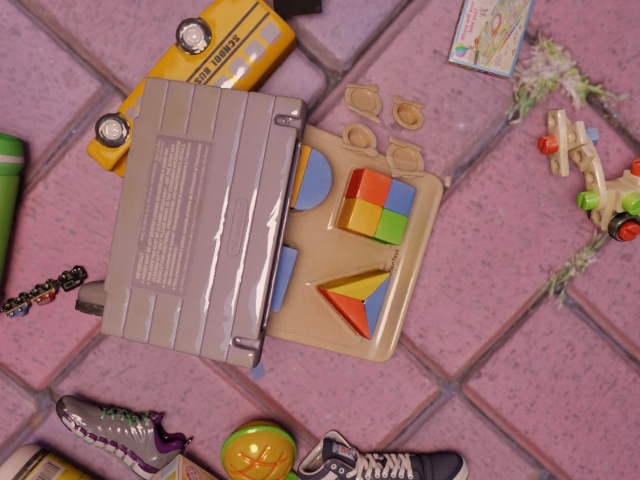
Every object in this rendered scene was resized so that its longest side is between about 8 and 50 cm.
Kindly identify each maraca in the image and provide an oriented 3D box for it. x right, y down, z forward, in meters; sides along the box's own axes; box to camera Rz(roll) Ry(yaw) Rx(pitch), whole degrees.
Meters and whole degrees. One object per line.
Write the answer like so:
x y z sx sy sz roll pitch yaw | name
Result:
-0.100 0.377 0.897 0.127 0.099 0.185 -10 123 -1 | maraca

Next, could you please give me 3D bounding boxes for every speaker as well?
-0.545 -0.023 0.817 0.131 0.131 0.296 14 98 -2 | speaker

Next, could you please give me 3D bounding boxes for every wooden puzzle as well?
0.000 0.000 0.792 0.348 0.080 0.322 18 88 -16 | wooden puzzle

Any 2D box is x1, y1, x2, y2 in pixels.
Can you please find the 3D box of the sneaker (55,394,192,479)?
-0.330 0.310 0.900 0.224 0.083 0.098 42 86 -17 | sneaker

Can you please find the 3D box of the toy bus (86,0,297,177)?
-0.194 -0.222 0.801 0.130 0.108 0.332 42 96 -8 | toy bus

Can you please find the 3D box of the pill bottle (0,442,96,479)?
-0.399 0.498 0.863 0.334 0.188 0.188 34 97 -5 | pill bottle

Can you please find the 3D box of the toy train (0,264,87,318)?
-0.462 0.089 0.886 0.158 0.027 0.036 -26 108 3 | toy train

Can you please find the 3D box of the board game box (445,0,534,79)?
0.268 -0.342 0.826 0.103 0.026 0.154 15 98 -2 | board game box

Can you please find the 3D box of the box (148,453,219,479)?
-0.201 0.469 0.874 0.114 0.103 0.203 -42 115 5 | box

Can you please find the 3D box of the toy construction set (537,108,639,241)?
0.502 -0.122 0.797 0.328 0.151 0.215 -4 123 8 | toy construction set

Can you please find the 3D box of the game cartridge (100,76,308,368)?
-0.160 -0.028 0.713 0.230 0.068 0.355 11 91 14 | game cartridge

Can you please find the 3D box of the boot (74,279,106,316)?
-0.215 -0.001 0.838 0.338 0.118 0.222 -6 96 -13 | boot

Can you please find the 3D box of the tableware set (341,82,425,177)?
0.099 -0.173 0.815 0.141 0.020 0.168 14 62 -15 | tableware set

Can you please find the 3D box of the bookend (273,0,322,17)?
-0.044 -0.443 0.777 0.072 0.156 0.157 -6 142 0 | bookend

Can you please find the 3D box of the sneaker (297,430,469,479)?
0.098 0.386 0.895 0.282 0.099 0.153 -23 100 6 | sneaker
